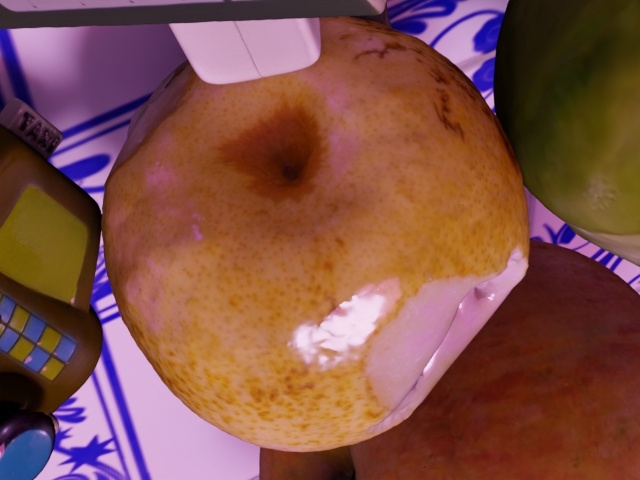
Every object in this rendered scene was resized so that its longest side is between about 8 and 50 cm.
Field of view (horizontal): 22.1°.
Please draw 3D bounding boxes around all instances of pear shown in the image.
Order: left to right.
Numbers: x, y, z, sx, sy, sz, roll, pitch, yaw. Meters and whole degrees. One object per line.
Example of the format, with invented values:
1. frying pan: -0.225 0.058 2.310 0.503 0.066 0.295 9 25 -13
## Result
1. pear: 0.000 0.000 0.983 0.271 0.271 0.271 -23 149 -15

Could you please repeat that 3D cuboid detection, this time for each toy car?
1. toy car: -0.217 0.010 0.959 0.198 0.204 0.248 -54 148 -7

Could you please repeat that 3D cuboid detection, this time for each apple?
1. apple: 0.127 0.205 1.334 0.333 0.400 0.400 -14 146 -16

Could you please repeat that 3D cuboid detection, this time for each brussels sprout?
1. brussels sprout: 0.265 -0.118 0.997 0.315 0.276 0.371 -59 -166 -20

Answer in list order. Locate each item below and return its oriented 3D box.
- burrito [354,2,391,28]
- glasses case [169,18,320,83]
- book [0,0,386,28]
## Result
1. burrito: 0.011 -0.098 1.107 0.082 0.059 0.275 -28 151 -21
2. glasses case: -0.069 -0.207 0.784 0.070 0.131 0.313 -10 152 9
3. book: -0.126 -0.157 0.718 0.264 0.027 0.202 3 153 33
